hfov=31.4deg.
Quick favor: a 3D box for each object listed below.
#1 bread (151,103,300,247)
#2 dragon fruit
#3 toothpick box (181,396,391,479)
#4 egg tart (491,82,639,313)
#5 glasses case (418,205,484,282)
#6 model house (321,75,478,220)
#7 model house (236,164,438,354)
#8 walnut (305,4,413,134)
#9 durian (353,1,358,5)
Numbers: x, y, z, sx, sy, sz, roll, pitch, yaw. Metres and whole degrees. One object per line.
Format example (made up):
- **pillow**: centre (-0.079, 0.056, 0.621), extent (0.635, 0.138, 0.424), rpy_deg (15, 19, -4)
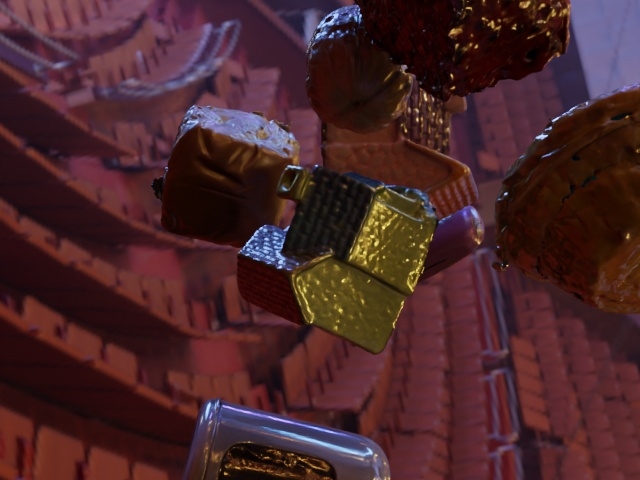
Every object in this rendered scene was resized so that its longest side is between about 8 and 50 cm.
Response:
- **bread**: centre (-0.188, -0.124, 2.259), extent (0.250, 0.279, 0.225), rpy_deg (-68, -153, 24)
- **dragon fruit**: centre (0.139, -0.367, 1.345), extent (0.329, 0.228, 0.286), rpy_deg (44, -29, 45)
- **toothpick box**: centre (-0.037, 0.352, 1.602), extent (0.229, 0.316, 0.229), rpy_deg (-166, -90, -84)
- **egg tart**: centre (0.399, -0.030, 1.410), extent (0.388, 0.388, 0.169), rpy_deg (63, 11, -53)
- **glasses case**: centre (0.166, 0.030, 2.178), extent (0.076, 0.316, 0.123), rpy_deg (52, 19, -35)
- **model house**: centre (0.133, -0.132, 1.846), extent (0.202, 0.237, 0.237), rpy_deg (49, 41, -68)
- **model house**: centre (0.000, 0.000, 1.387), extent (0.189, 0.195, 0.214), rpy_deg (24, 91, -44)
- **walnut**: centre (0.051, -0.229, 1.497), extent (0.184, 0.155, 0.155), rpy_deg (-76, 153, -48)
- **durian**: centre (0.120, -0.436, 1.847), extent (0.102, 0.208, 0.146), rpy_deg (34, 4, -2)
